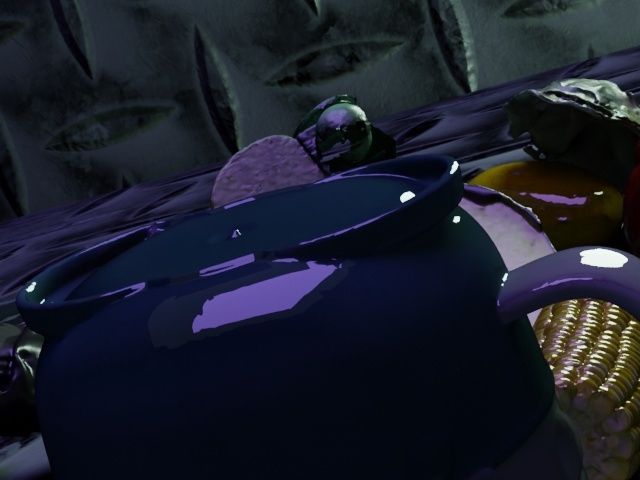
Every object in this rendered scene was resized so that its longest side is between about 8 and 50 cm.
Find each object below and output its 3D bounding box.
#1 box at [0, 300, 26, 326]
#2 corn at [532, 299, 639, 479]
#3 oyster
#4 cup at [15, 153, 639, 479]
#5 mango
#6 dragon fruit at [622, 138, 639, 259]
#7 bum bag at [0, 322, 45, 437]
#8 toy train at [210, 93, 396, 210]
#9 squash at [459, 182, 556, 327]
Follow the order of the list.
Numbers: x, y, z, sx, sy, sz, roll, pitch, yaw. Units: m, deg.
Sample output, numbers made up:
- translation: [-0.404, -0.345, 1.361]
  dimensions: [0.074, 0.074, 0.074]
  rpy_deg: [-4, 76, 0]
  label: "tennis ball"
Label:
- translation: [-0.312, 0.118, 1.839]
  dimensions: [0.144, 0.090, 0.201]
  rpy_deg: [-17, 9, 11]
  label: "box"
- translation: [0.165, 0.088, 1.091]
  dimensions: [0.093, 0.093, 0.244]
  rpy_deg: [-14, 13, 19]
  label: "corn"
- translation: [0.291, -0.093, 1.680]
  dimensions: [0.252, 0.087, 0.199]
  rpy_deg: [8, -16, -2]
  label: "oyster"
- translation: [0.034, 0.105, 0.753]
  dimensions: [0.289, 0.258, 0.219]
  rpy_deg: [-14, 15, 19]
  label: "cup"
- translation: [0.208, -0.021, 1.674]
  dimensions: [0.137, 0.098, 0.195]
  rpy_deg: [-17, 14, -27]
  label: "mango"
- translation: [0.313, -0.067, 1.575]
  dimensions: [0.127, 0.161, 0.120]
  rpy_deg: [-8, 9, -13]
  label: "dragon fruit"
- translation: [-0.274, 0.113, 1.451]
  dimensions: [0.340, 0.095, 0.144]
  rpy_deg: [4, 24, -16]
  label: "bum bag"
- translation: [0.004, 0.007, 1.508]
  dimensions: [0.189, 0.126, 0.307]
  rpy_deg: [-42, -23, -17]
  label: "toy train"
- translation: [0.070, 0.053, 1.310]
  dimensions: [0.237, 0.155, 0.204]
  rpy_deg: [-16, 7, 3]
  label: "squash"
